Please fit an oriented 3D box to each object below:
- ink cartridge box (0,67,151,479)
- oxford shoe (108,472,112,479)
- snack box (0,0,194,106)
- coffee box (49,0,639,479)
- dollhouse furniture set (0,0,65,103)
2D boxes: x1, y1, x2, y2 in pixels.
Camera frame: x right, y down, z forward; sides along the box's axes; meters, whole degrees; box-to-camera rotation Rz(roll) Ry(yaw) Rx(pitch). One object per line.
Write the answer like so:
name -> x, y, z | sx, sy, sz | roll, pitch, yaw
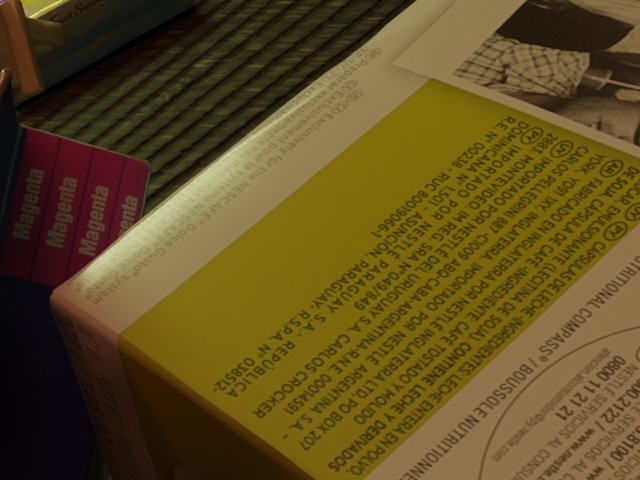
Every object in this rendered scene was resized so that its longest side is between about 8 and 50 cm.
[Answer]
ink cartridge box -> -0.131, 0.132, 0.795 | 0.071, 0.330, 0.324 | 11, 76, -5
oxford shoe -> 0.045, 0.100, 1.027 | 0.397, 0.140, 0.146 | -27, 60, -6
snack box -> -0.231, -0.214, 1.534 | 0.174, 0.070, 0.207 | -32, 39, -16
coffee box -> 0.152, 0.106, 0.759 | 0.338, 0.338, 0.334 | -39, 50, -25
dollhouse furniture set -> -0.233, 0.084, 1.034 | 0.303, 0.356, 0.174 | -19, -6, 21
